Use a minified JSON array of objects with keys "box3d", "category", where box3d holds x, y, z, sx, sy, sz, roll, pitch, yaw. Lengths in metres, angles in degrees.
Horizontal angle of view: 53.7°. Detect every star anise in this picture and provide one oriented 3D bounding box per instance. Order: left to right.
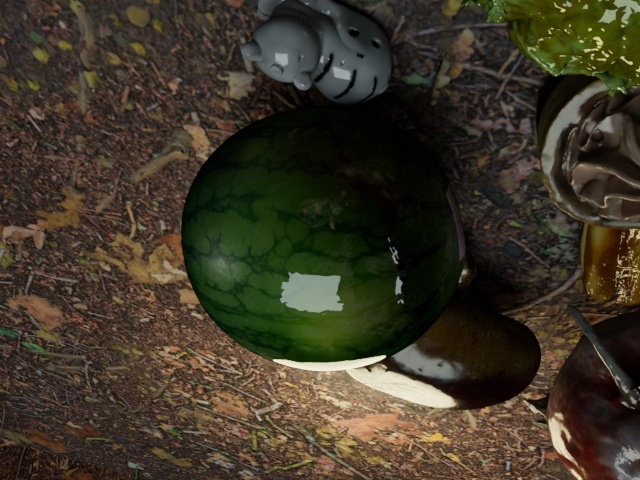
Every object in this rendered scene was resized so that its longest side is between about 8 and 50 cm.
[{"box3d":[0.490,0.338,1.232,0.180,0.061,0.204,27,141,-11],"category":"star anise"}]

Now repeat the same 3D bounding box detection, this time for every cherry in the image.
[{"box3d":[0.514,0.241,0.937,0.334,0.291,0.326,-5,135,-33],"category":"cherry"}]

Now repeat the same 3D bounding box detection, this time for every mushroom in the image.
[{"box3d":[0.170,0.168,1.041,0.345,0.239,0.345,35,156,18],"category":"mushroom"}]

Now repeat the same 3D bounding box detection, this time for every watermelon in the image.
[{"box3d":[0.000,0.000,0.809,0.363,0.363,0.363,11,141,9],"category":"watermelon"}]

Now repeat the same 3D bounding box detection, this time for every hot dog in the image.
[{"box3d":[0.405,-0.006,0.849,0.100,0.068,0.250,13,141,27],"category":"hot dog"}]

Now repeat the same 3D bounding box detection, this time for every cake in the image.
[{"box3d":[0.319,-0.093,0.655,0.207,0.178,0.185,19,124,11],"category":"cake"}]

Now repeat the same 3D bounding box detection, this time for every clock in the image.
[{"box3d":[0.001,-0.207,0.719,0.176,0.117,0.080,23,145,-16],"category":"clock"}]

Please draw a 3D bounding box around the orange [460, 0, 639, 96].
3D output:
[{"box3d":[0.255,-0.258,0.489,0.301,0.223,0.300,12,136,9],"category":"orange"}]
